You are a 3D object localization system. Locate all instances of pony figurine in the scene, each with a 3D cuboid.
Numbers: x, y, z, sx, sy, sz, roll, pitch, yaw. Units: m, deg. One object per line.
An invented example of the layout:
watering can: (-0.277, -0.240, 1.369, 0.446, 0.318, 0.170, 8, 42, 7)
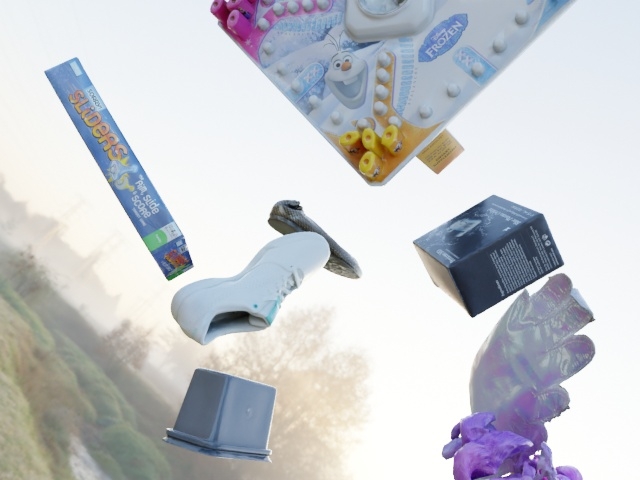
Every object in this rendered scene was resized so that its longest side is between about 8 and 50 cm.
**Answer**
pony figurine: (0.159, 0.248, 0.548, 0.303, 0.363, 0.351, 56, -37, 24)

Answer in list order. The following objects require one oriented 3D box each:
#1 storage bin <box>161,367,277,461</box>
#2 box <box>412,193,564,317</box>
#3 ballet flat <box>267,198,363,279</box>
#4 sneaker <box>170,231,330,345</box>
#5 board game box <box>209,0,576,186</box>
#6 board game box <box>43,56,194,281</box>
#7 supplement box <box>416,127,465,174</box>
storage bin: (-0.116, 0.209, 0.765, 0.098, 0.091, 0.135, 4, -19, 33)
box: (0.246, 0.018, 0.950, 0.093, 0.158, 0.156, 60, -3, -18)
ballet flat: (0.000, 0.000, 1.133, 0.084, 0.058, 0.250, -2, -30, 44)
sneaker: (-0.067, 0.065, 0.761, 0.094, 0.212, 0.080, 39, -30, 48)
board game box: (0.086, -0.333, 0.835, 0.390, 0.390, 0.050, 50, 9, 23)
board game box: (-0.194, -0.062, 0.627, 0.201, 0.035, 0.136, 58, -13, 7)
supplement box: (0.169, -0.204, 1.133, 0.233, 0.078, 0.080, 27, 26, -49)
